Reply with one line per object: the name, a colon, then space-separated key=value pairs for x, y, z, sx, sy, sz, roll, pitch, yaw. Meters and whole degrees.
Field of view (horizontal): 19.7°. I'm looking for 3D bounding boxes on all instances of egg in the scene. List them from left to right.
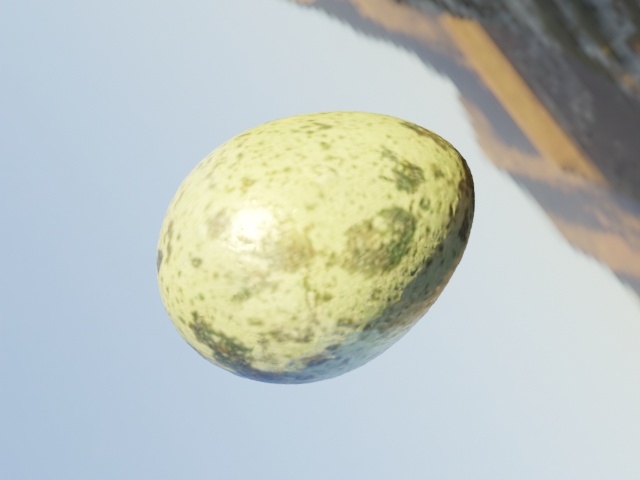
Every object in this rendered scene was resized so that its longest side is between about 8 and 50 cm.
egg: x=0.000 y=0.000 z=0.930 sx=0.132 sy=0.172 sz=0.132 roll=59 pitch=167 yaw=23
